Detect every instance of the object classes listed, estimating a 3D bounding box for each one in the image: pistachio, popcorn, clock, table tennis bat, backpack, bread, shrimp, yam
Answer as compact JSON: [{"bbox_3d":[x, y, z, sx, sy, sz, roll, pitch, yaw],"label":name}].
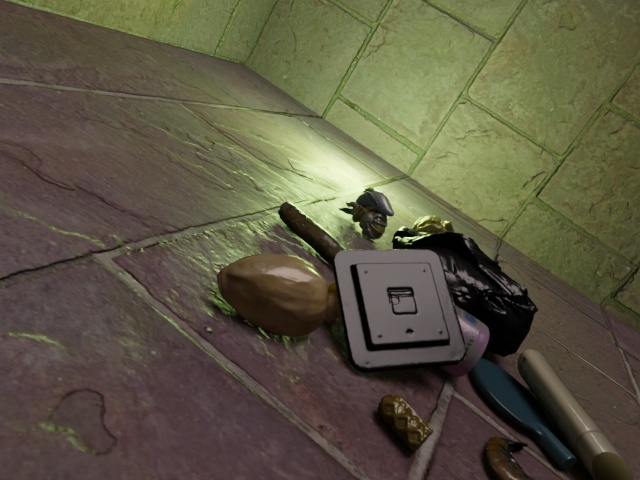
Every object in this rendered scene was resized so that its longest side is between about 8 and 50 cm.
[{"bbox_3d":[-0.090,0.100,1.062,0.229,0.157,0.157,19,23,-17],"label":"pistachio"},{"bbox_3d":[0.399,0.004,1.954,0.185,0.187,0.167,16,-12,-17],"label":"popcorn"},{"bbox_3d":[0.173,0.142,1.184,0.279,0.049,0.273,-1,63,-20],"label":"clock"},{"bbox_3d":[0.485,0.406,1.315,0.215,0.044,0.329,22,20,-34],"label":"table tennis bat"},{"bbox_3d":[0.392,0.117,1.567,0.446,0.255,0.363,27,14,-6],"label":"backpack"},{"bbox_3d":[0.149,0.327,0.983,0.110,0.060,0.066,42,9,33],"label":"bread"},{"bbox_3d":[0.444,0.478,1.074,0.262,0.051,0.198,33,19,11],"label":"shrimp"},{"bbox_3d":[0.000,0.000,1.517,0.317,0.067,0.071,40,35,25],"label":"yam"}]

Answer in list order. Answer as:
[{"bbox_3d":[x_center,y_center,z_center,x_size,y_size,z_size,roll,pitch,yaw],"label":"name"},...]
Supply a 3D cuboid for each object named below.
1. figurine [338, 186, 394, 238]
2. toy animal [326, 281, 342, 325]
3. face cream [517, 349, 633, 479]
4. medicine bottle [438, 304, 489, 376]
[{"bbox_3d":[0.169,-0.095,1.901,0.208,0.184,0.128,-1,-10,43],"label":"figurine"},{"bbox_3d":[0.037,0.157,1.208,0.114,0.091,0.082,49,39,-11],"label":"toy animal"},{"bbox_3d":[0.606,0.431,1.313,0.173,0.081,0.348,51,10,-35],"label":"face cream"},{"bbox_3d":[0.261,0.201,1.303,0.254,0.152,0.152,34,20,0],"label":"medicine bottle"}]
